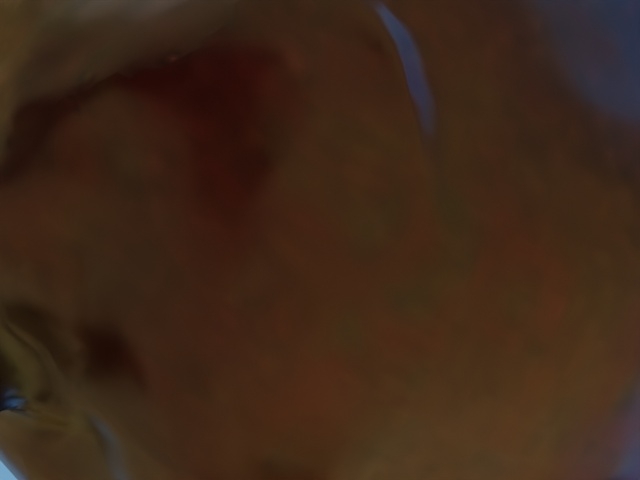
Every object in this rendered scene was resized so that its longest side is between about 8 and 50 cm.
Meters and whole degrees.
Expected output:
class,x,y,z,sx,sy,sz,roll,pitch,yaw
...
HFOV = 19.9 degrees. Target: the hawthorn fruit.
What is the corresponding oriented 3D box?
class,x,y,z,sx,sy,sz,roll,pitch,yaw
hawthorn fruit,0.000,0.000,0.425,0.208,0.248,0.208,22,-60,45
